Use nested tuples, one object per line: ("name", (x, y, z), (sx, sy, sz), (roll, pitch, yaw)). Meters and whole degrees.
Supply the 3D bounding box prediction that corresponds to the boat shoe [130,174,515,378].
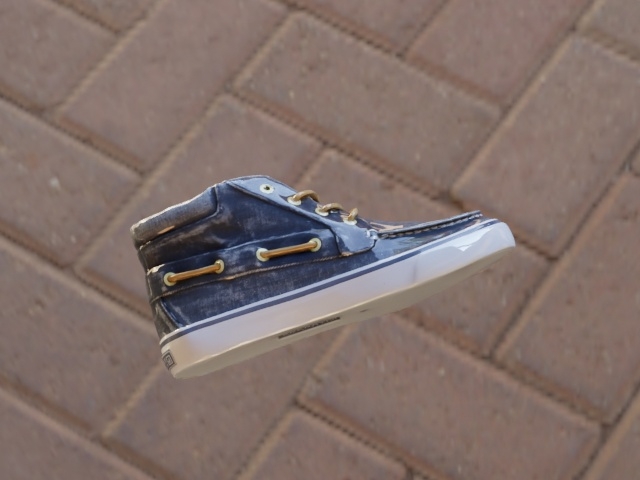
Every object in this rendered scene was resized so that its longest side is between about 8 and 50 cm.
("boat shoe", (0.000, 0.000, 0.865), (0.183, 0.065, 0.083), (-18, 79, -6))
